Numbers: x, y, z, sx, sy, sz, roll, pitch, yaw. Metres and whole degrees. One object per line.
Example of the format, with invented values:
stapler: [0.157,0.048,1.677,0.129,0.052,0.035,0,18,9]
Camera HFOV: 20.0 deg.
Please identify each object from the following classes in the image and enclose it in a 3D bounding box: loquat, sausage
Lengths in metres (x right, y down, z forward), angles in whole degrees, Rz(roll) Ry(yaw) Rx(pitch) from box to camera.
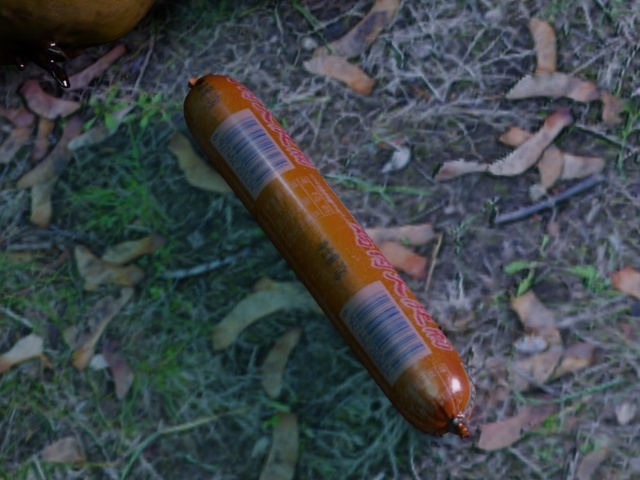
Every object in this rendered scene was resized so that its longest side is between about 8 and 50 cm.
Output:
loquat: [-0.218,-0.214,1.290,0.213,0.213,0.213,-9,59,16]
sausage: [0.000,0.000,1.172,0.053,0.053,0.348,-36,56,-2]
